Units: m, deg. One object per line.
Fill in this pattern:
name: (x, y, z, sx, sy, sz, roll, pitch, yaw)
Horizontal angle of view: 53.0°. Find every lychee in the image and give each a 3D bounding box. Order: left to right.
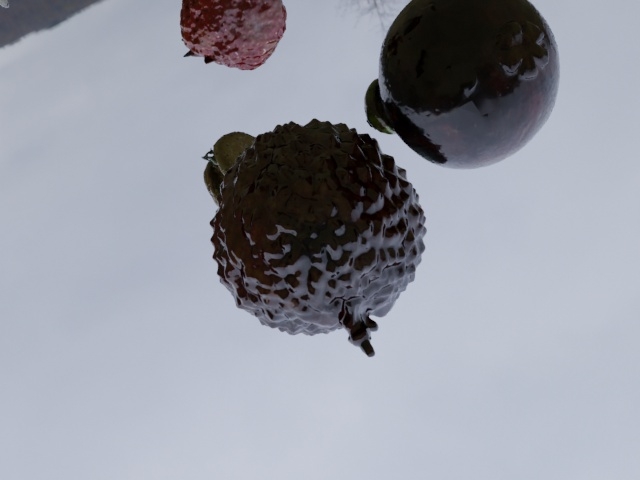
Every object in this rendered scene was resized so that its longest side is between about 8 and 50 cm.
lychee: (0.000, 0.000, 1.249, 0.425, 0.424, 0.499, -19, -117, 9)

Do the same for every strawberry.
strawberry: (-0.103, -0.273, 0.773, 0.131, 0.131, 0.148, -36, -173, -16)

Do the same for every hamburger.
hamburger: (-0.286, -0.237, 2.375, 0.195, 0.318, 0.277, -50, 178, 32)

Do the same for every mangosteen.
mangosteen: (0.227, -0.271, 1.095, 0.306, 0.306, 0.359, -39, -166, -20)

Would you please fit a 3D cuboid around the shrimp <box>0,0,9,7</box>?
shrimp: (-0.606, -0.467, 1.127, 0.042, 0.101, 0.190, -43, -120, -11)
